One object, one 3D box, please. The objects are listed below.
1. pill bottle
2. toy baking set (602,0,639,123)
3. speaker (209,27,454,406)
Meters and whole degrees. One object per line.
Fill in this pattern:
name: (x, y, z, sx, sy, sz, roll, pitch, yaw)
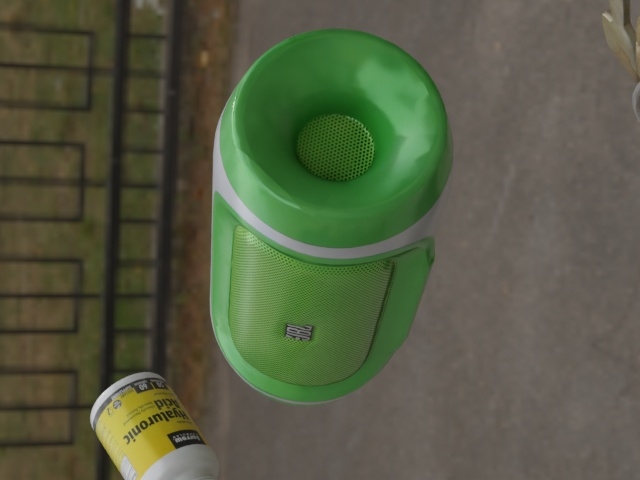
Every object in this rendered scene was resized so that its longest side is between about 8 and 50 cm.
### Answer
pill bottle: (-0.112, 0.155, 1.188, 0.116, 0.065, 0.065, 51, 140, 33)
toy baking set: (0.175, -0.084, 0.820, 0.197, 0.030, 0.256, 58, 179, -35)
speaker: (0.000, 0.000, 0.953, 0.296, 0.131, 0.131, 99, 164, -66)
